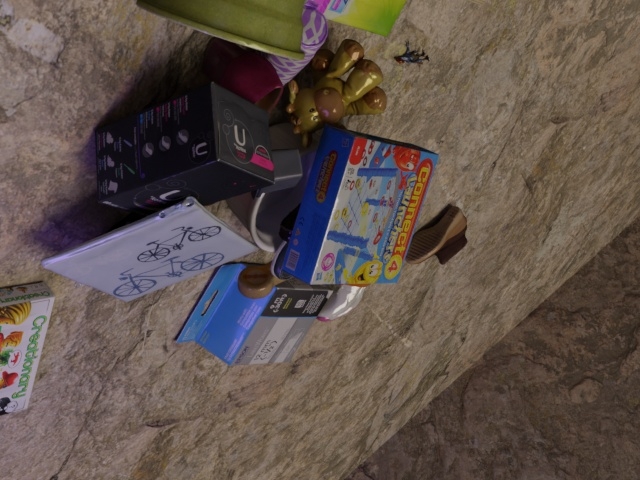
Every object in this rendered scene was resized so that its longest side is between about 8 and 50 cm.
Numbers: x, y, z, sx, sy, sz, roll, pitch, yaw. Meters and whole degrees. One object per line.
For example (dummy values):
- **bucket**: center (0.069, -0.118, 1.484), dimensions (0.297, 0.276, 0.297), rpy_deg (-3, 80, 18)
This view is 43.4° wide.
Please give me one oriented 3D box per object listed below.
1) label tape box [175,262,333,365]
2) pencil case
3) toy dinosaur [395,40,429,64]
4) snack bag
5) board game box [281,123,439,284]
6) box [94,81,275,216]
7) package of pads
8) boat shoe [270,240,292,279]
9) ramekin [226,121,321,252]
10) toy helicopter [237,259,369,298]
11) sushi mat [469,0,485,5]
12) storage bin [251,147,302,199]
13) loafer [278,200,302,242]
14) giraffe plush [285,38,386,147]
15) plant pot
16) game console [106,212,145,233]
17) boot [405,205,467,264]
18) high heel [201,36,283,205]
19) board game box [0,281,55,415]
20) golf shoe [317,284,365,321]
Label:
- **label tape box**: center (-0.158, 0.189, 2.024), dimensions (0.348, 0.115, 0.249), rpy_deg (6, 121, -55)
- **pencil case**: center (-0.058, -0.352, 1.472), dimensions (0.086, 0.206, 0.088), rpy_deg (26, 70, -19)
- **toy dinosaur**: center (0.210, -0.416, 1.860), dimensions (0.082, 0.047, 0.090), rpy_deg (-18, 153, -11)
- **snack bag**: center (-0.322, 0.024, 1.543), dimensions (0.323, 0.037, 0.342), rpy_deg (-21, 161, 10)
- **board game box**: center (0.088, -0.064, 1.672), dimensions (0.302, 0.086, 0.308), rpy_deg (2, 109, -50)
- **box**: center (-0.237, -0.145, 1.393), dimensions (0.270, 0.143, 0.165), rpy_deg (-15, 163, 29)
- **package of pads**: center (0.068, -0.525, 1.507), dimensions (0.296, 0.101, 0.229), rpy_deg (-2, 129, -50)
- **boat shoe**: center (0.000, 0.000, 1.772), dimensions (0.254, 0.079, 0.095), rpy_deg (-42, 147, -9)
- **ramekin**: center (-0.075, -0.123, 1.752), dimensions (0.277, 0.135, 0.277), rpy_deg (-31, 146, -24)
- **toy helicopter**: center (-0.032, 0.053, 1.905), dimensions (0.355, 0.235, 0.140), rpy_deg (-27, 144, -29)
- **sushi mat**: center (0.311, -0.616, 1.776), dimensions (0.316, 0.019, 0.151), rpy_deg (-4, 129, -49)
- **storage bin**: center (-0.089, -0.139, 1.542), dimensions (0.091, 0.098, 0.135), rpy_deg (-9, 173, -12)
- **loafer**: center (-0.007, -0.079, 1.690), dimensions (0.220, 0.080, 0.078), rpy_deg (-41, 139, -25)
- **giraffe plush**: center (0.008, -0.283, 1.614), dimensions (0.210, 0.181, 0.170), rpy_deg (-34, -175, 40)
- **plant pot**: center (-0.119, -0.446, 1.250), dimensions (0.276, 0.276, 0.254), rpy_deg (0, 113, -50)
- **game console**: center (-0.352, 0.003, 1.619), dimensions (0.107, 0.071, 0.122), rpy_deg (-40, 148, -11)
- **boot**: center (0.368, 0.027, 2.495), dimensions (0.248, 0.090, 0.207), rpy_deg (-43, 147, -14)
- **high heel**: center (-0.168, -0.184, 1.524), dimensions (0.127, 0.181, 0.377), rpy_deg (-24, 142, -33)
- **board game box**: center (-0.636, 0.225, 1.543), dimensions (0.193, 0.053, 0.305), rpy_deg (-10, 133, -45)
- **golf shoe**: center (0.085, 0.093, 2.237), dimensions (0.306, 0.115, 0.140), rpy_deg (-42, 132, -10)
